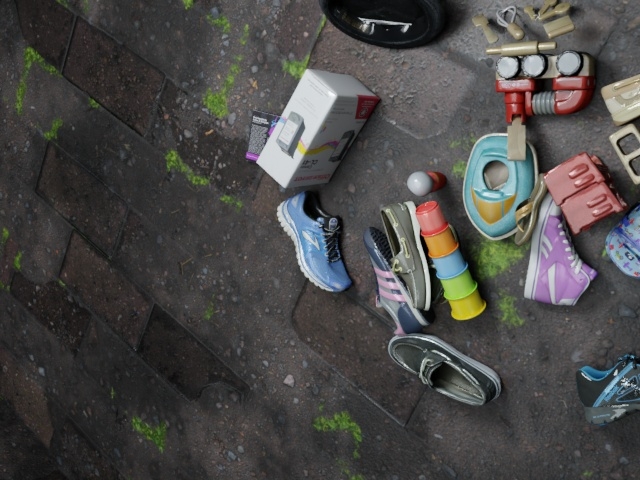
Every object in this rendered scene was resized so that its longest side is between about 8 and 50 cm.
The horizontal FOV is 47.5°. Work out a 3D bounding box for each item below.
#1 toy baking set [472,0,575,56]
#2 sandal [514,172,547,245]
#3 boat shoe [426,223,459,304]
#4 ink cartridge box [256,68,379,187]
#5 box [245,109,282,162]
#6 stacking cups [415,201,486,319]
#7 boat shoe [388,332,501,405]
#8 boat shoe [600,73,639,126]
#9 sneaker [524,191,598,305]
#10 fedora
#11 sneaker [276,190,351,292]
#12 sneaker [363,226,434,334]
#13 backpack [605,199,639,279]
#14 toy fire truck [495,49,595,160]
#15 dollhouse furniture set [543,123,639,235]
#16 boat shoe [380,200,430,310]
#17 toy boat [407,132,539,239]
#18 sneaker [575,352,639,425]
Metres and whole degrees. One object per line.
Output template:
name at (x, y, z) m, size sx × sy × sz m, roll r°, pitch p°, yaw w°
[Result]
toy baking set at (0.471, -0.497, 1.710) m, size 0.256 × 0.196 × 0.030 m, roll 0°, pitch 138°, yaw 31°
sandal at (0.487, -0.076, 1.715) m, size 0.049 × 0.072 × 0.180 m, roll 15°, pitch 106°, yaw -1°
boat shoe at (0.320, 0.066, 1.948) m, size 0.080 × 0.073 × 0.223 m, roll 9°, pitch 104°, yaw 32°
ink cartridge box at (-0.006, -0.306, 2.016) m, size 0.131 × 0.226 × 0.306 m, roll 43°, pitch 120°, yaw 22°
box at (-0.168, -0.313, 2.243) m, size 0.116 × 0.029 × 0.162 m, roll 20°, pitch 109°, yaw 29°
stacking cups at (0.333, 0.048, 1.859) m, size 0.096 × 0.096 × 0.316 m, roll -8°, pitch 115°, yaw 35°
boat shoe at (0.320, 0.342, 1.966) m, size 0.335 × 0.119 × 0.121 m, roll 18°, pitch 108°, yaw 30°
boat shoe at (0.767, -0.366, 1.548) m, size 0.341 × 0.122 × 0.110 m, roll -28°, pitch 82°, yaw 35°
sneaker at (0.592, 0.023, 1.752) m, size 0.161 × 0.102 × 0.282 m, roll 12°, pitch 115°, yaw 28°
fedora at (0.167, -0.635, 1.860) m, size 0.334 × 0.334 × 0.152 m, roll 6°, pitch 69°, yaw 33°
sneaker at (0.000, 0.000, 2.121) m, size 0.147 × 0.130 × 0.330 m, roll -37°, pitch 77°, yaw 35°
sneaker at (0.183, 0.119, 2.027) m, size 0.131 × 0.112 × 0.319 m, roll -36°, pitch 77°, yaw 30°
backpack at (0.727, 0.007, 1.640) m, size 0.158 × 0.117 × 0.173 m, roll 52°, pitch 123°, yaw 16°
toy fire truck at (0.517, -0.315, 1.707) m, size 0.217 × 0.158 × 0.246 m, roll 5°, pitch 103°, yaw 33°
dollhouse furniture set at (0.696, -0.168, 1.591) m, size 0.374 × 0.201 × 0.152 m, roll -32°, pitch 79°, yaw 27°
boat shoe at (0.228, 0.044, 1.945) m, size 0.091 × 0.109 × 0.305 m, roll -7°, pitch 73°, yaw -8°
toy boat at (0.383, -0.136, 1.828) m, size 0.318 × 0.148 × 0.267 m, roll 6°, pitch 102°, yaw 33°
sneaker at (0.752, 0.324, 1.671) m, size 0.341 × 0.125 × 0.139 m, roll -24°, pitch 80°, yaw 32°
